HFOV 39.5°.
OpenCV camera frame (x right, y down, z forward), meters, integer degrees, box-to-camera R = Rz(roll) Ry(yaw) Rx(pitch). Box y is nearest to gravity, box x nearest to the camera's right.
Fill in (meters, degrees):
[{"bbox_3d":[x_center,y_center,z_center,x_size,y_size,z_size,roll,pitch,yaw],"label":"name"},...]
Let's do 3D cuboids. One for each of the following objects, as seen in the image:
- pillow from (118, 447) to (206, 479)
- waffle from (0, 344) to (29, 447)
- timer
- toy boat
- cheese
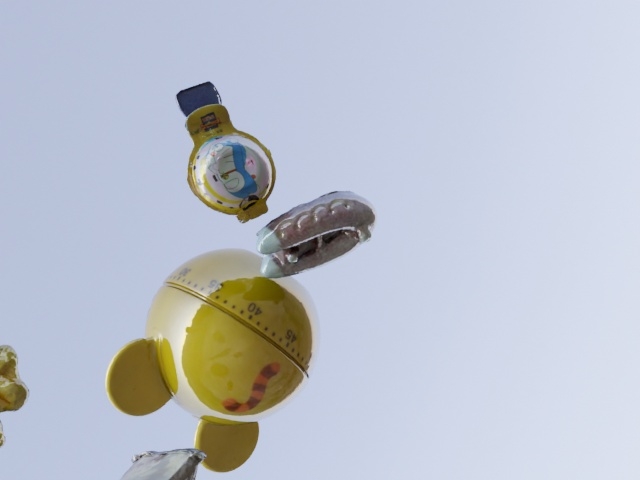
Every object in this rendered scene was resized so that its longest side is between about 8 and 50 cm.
[{"bbox_3d":[-0.253,0.343,1.102,0.255,0.169,0.059,-37,-73,-45],"label":"pillow"},{"bbox_3d":[-0.374,0.131,0.748,0.244,0.237,0.058,-12,-27,-12],"label":"waffle"},{"bbox_3d":[-0.193,0.215,1.695,0.376,0.376,0.386,44,-108,-37],"label":"timer"},{"bbox_3d":[0.000,0.000,1.557,0.228,0.085,0.155,-24,-34,-13],"label":"toy boat"},{"bbox_3d":[-0.166,-0.149,1.500,0.157,0.064,0.250,-26,-94,-22],"label":"cheese"}]
